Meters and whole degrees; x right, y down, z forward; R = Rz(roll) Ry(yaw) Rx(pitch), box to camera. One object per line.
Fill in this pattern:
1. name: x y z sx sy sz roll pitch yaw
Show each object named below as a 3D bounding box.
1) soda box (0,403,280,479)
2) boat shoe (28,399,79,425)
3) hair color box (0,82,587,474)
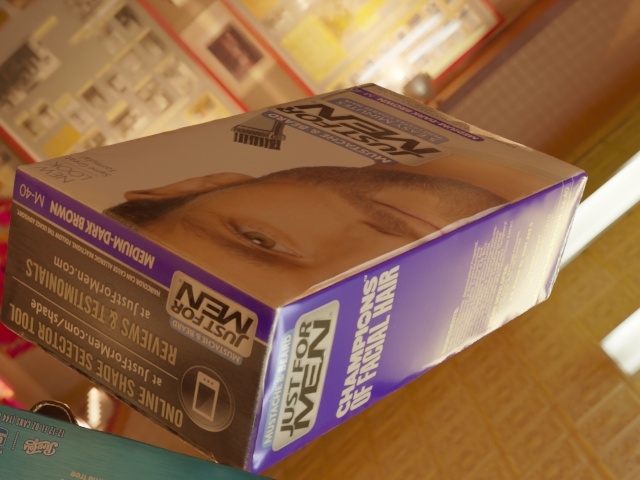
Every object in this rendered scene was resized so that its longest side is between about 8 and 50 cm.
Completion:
1. soda box: -0.068 0.117 0.493 0.071 0.210 0.067 113 -7 -78
2. boat shoe: -0.247 0.236 1.080 0.073 0.073 0.207 109 -16 -64
3. hair color box: 0.000 0.000 0.748 0.339 0.185 0.110 -24 132 -50
